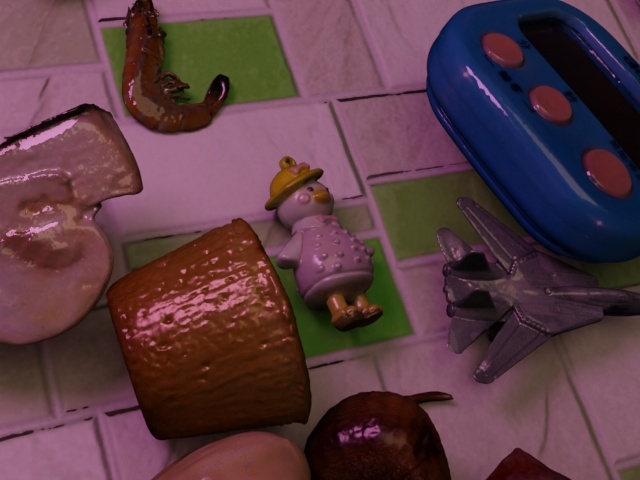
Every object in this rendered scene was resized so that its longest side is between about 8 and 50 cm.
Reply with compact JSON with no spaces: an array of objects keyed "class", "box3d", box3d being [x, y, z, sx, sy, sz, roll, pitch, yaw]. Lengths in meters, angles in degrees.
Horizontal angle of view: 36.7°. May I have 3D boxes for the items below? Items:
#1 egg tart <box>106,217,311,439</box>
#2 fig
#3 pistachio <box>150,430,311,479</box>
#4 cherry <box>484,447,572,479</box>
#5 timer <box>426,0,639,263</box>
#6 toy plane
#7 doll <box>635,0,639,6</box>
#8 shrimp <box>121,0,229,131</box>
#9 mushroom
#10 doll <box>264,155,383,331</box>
[{"class":"egg tart","box3d":[-0.102,0.095,0.875,0.147,0.202,0.203,-19,71,-11]},{"class":"fig","box3d":[0.064,0.184,0.922,0.133,0.146,0.201,3,31,15]},{"class":"pistachio","box3d":[-0.103,0.252,0.807,0.229,0.157,0.157,-31,76,-21]},{"class":"cherry","box3d":[0.190,0.309,0.858,0.192,0.175,0.250,0,64,-2]},{"class":"timer","box3d":[0.289,-0.132,1.113,0.309,0.115,0.340,-21,68,-42]},{"class":"toy plane","box3d":[0.254,0.065,1.058,0.267,0.088,0.212,9,62,-23]},{"class":"doll","box3d":[0.445,-0.437,1.347,0.151,0.151,0.287,-19,78,-25]},{"class":"shrimp","box3d":[-0.161,-0.202,1.085,0.124,0.034,0.178,5,64,-18]},{"class":"mushroom","box3d":[-0.271,-0.006,0.899,0.236,0.162,0.173,-26,100,-9]},{"class":"doll","box3d":[0.000,0.000,1.007,0.129,0.081,0.207,-5,62,-41]}]
